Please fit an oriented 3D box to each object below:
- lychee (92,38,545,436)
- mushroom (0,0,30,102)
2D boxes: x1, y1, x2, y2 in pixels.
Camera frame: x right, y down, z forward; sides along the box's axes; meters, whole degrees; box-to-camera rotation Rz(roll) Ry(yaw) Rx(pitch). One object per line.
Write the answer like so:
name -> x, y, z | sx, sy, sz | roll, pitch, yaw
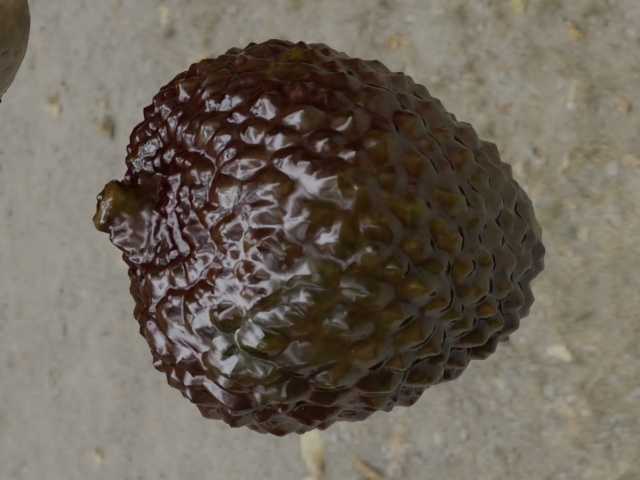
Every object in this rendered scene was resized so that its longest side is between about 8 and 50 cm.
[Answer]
lychee -> 0.000, 0.000, 0.846 | 0.236, 0.271, 0.236 | -175, 90, -76
mushroom -> -0.405, -0.156, 1.373 | 0.285, 0.151, 0.156 | -27, 106, 34
